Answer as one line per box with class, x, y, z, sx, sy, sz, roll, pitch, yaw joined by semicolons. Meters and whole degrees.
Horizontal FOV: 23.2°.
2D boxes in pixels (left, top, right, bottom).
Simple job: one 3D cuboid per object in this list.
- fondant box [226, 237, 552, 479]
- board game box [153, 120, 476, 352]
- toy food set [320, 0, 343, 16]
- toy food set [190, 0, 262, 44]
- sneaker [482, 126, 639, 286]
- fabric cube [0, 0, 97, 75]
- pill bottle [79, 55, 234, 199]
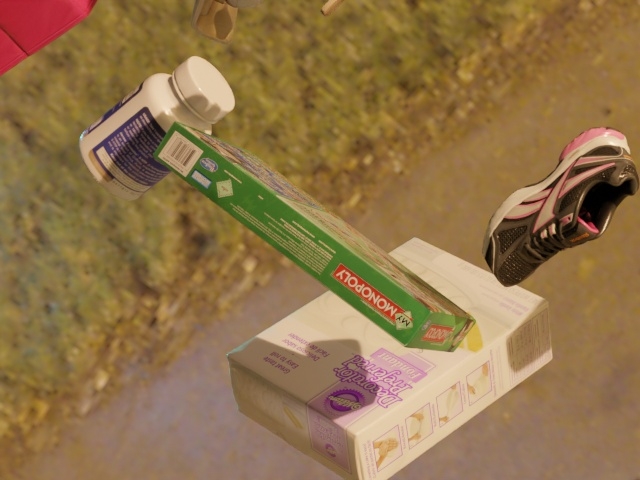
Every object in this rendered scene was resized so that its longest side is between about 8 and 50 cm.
fondant box;0.088;0.142;1.916;0.330;0.096;0.238;-32;39;-30
board game box;0.000;0.000;1.567;0.317;0.213;0.046;37;95;17
toy food set;0.009;-0.297;1.535;0.132;0.192;0.038;-44;72;4
toy food set;-0.089;-0.406;1.985;0.306;0.092;0.220;131;150;-69
sneaker;0.218;-0.020;1.417;0.178;0.072;0.077;-53;32;24
fabric cube;-0.455;-0.415;2.161;0.259;0.258;0.254;-26;31;33
pill bottle;-0.203;-0.145;1.965;0.187;0.112;0.112;-35;33;24
